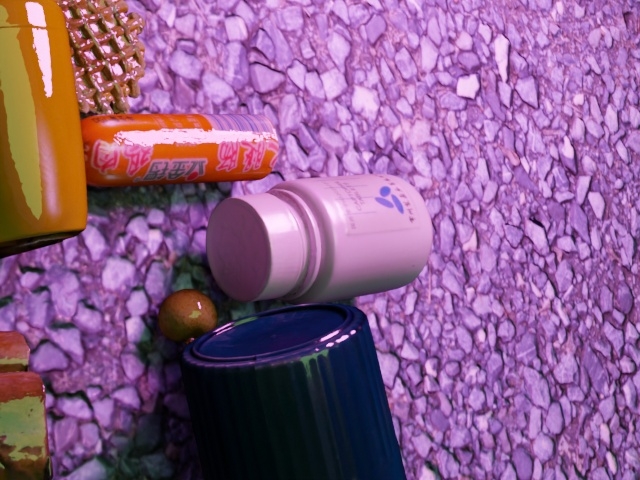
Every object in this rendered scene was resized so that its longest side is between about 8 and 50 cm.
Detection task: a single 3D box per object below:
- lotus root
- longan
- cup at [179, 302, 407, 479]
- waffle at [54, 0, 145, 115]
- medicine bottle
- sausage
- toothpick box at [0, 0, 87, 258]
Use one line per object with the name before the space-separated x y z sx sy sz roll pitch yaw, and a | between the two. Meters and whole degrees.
lotus root | -0.373 0.181 1.056 0.180 0.188 0.199 8 76 -31
longan | -0.163 0.100 1.338 0.075 0.075 0.083 10 56 -41
cup | -0.009 0.232 1.301 0.308 0.242 0.292 -26 108 -48
waffle | -0.293 -0.238 1.332 0.183 0.036 0.169 17 70 -38
medicine bottle | 0.000 0.000 1.451 0.293 0.170 0.170 -9 85 -43
sausage | -0.197 -0.113 1.351 0.312 0.093 0.093 -6 83 -44
toothpick box | -0.341 -0.116 1.164 0.175 0.175 0.271 -11 90 -44
